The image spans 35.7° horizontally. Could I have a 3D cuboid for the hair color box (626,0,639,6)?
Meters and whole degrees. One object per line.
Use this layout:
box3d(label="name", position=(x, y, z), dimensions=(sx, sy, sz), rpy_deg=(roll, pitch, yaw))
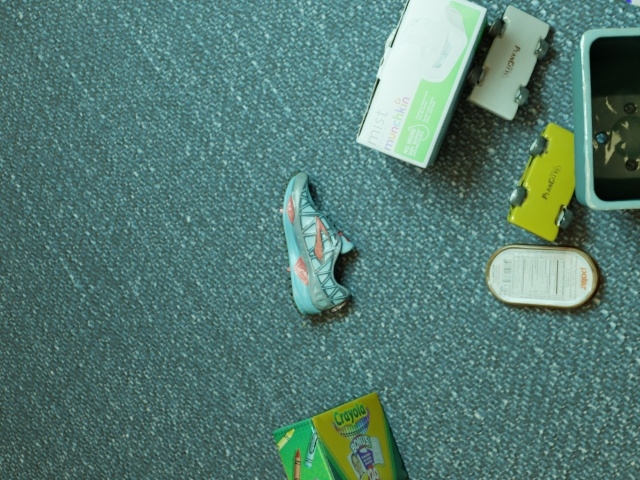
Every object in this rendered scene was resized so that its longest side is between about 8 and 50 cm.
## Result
box3d(label="hair color box", position=(0.582, -0.376, 1.291), dimensions=(0.339, 0.110, 0.185), rpy_deg=(11, 118, 0))

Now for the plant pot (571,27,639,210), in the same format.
box3d(label="plant pot", position=(0.488, -0.167, 1.465), dimensions=(0.247, 0.252, 0.248), rpy_deg=(-2, 90, 4))

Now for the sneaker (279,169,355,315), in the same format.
box3d(label="sneaker", position=(0.000, 0.000, 1.799), dimensions=(0.125, 0.104, 0.262), rpy_deg=(-8, 92, 7))

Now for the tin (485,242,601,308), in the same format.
box3d(label="tin", position=(0.367, 0.060, 1.654), dimensions=(0.189, 0.040, 0.106), rpy_deg=(2, 96, 24))

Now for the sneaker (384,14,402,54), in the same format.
box3d(label="sneaker", position=(0.150, -0.361, 1.743), dimensions=(0.044, 0.040, 0.109), rpy_deg=(34, 104, 18))

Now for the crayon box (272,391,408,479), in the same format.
box3d(label="crayon box", position=(0.039, 0.362, 1.669), dimensions=(0.081, 0.278, 0.165), rpy_deg=(-24, 81, 24))

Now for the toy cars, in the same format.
box3d(label="toy cars", position=(0.332, -0.186, 1.634), dimensions=(0.176, 0.087, 0.394), rpy_deg=(-15, 82, -14))

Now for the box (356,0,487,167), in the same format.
box3d(label="box", position=(0.168, -0.263, 1.621), dimensions=(0.127, 0.231, 0.262), rpy_deg=(22, 99, 6))
